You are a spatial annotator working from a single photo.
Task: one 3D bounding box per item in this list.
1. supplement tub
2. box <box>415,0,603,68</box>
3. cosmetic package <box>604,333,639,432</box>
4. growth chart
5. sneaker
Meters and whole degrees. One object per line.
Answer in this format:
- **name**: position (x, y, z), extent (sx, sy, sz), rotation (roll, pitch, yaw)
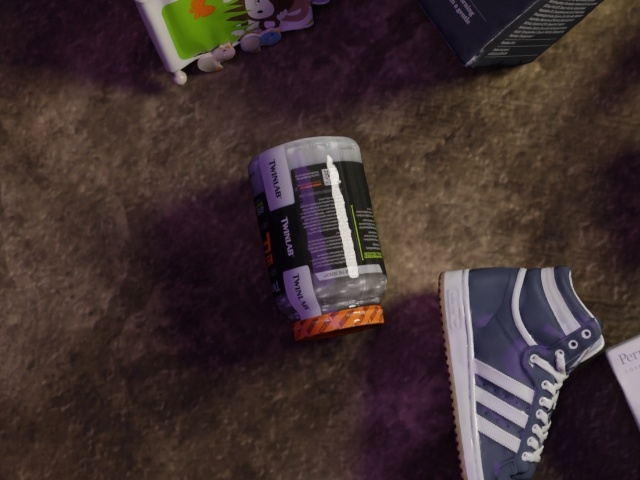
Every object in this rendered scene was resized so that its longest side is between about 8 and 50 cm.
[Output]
- **supplement tub**: position (0.000, 0.000, 1.297), extent (0.117, 0.117, 0.190), rotation (-13, 81, 9)
- **box**: position (0.186, -0.392, 1.223), extent (0.312, 0.179, 0.343), rotation (-40, 78, 30)
- **cosmetic package**: position (0.367, 0.187, 1.225), extent (0.117, 0.085, 0.231), rotation (-26, 81, 9)
- **growth chart**: position (-0.073, -0.251, 1.316), extent (0.237, 0.172, 0.021), rotation (-25, 53, 7)
- **sneaker**: position (0.206, 0.157, 1.251), extent (0.153, 0.099, 0.282), rotation (-9, 79, 11)
